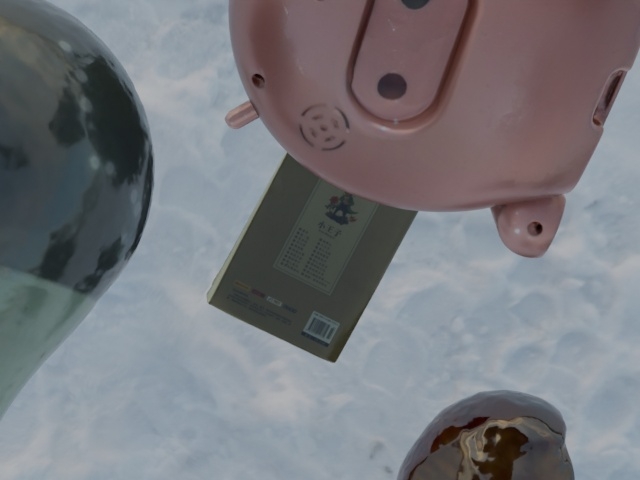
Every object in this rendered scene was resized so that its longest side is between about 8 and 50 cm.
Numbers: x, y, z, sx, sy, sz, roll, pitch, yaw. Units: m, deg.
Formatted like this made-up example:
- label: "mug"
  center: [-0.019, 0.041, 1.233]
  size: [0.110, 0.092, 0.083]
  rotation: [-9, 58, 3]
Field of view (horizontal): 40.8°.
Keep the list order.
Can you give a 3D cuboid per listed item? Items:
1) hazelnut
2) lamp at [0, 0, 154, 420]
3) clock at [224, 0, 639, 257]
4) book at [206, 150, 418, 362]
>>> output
- label: "hazelnut"
  center: [0.152, 0.229, 0.751]
  size: [0.160, 0.170, 0.201]
  rotation: [39, 75, -35]
- label: "lamp"
  center: [-0.173, 0.030, 0.421]
  size: [0.182, 0.182, 0.313]
  rotation: [-1, 87, -15]
- label: "clock"
  center: [0.054, -0.127, 0.494]
  size: [0.241, 0.142, 0.227]
  rotation: [19, 112, 1]
- label: "book"
  center: [0.000, 0.000, 0.796]
  size: [0.139, 0.016, 0.198]
  rotation: [28, 93, -12]
